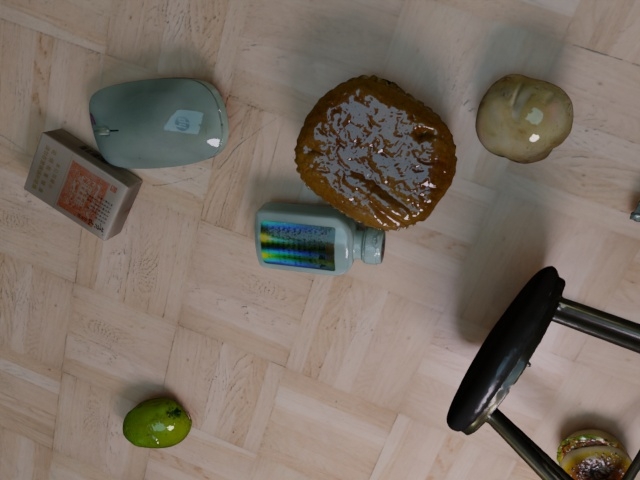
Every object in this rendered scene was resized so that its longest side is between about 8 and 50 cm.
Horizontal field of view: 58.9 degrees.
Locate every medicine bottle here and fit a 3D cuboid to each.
[{"bbox_3d":[0.000,0.000,1.025,0.229,0.083,0.121,6,117,14],"label":"medicine bottle"}]

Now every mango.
[{"bbox_3d":[-0.373,0.415,1.265,0.179,0.100,0.119,-21,105,28],"label":"mango"}]

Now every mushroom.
[{"bbox_3d":[0.308,-0.183,0.863,0.148,0.112,0.147,21,130,28],"label":"mushroom"}]

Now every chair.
[{"bbox_3d":[0.435,0.267,0.844,0.410,0.365,0.361,32,90,15],"label":"chair"}]

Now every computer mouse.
[{"bbox_3d":[-0.301,-0.208,1.024,0.289,0.097,0.159,-2,111,15],"label":"computer mouse"}]

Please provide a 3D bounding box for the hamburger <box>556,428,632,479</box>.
[{"bbox_3d":[0.504,0.409,1.042,0.127,0.081,0.141,-12,107,18],"label":"hamburger"}]

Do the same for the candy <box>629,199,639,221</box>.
[{"bbox_3d":[0.570,-0.015,0.894,0.182,0.046,0.053,27,110,-1],"label":"candy"}]

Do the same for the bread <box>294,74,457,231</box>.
[{"bbox_3d":[0.089,-0.137,0.924,0.253,0.142,0.227,40,107,0],"label":"bread"}]

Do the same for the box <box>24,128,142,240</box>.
[{"bbox_3d":[-0.471,-0.111,1.122,0.201,0.058,0.141,33,114,0],"label":"box"}]
